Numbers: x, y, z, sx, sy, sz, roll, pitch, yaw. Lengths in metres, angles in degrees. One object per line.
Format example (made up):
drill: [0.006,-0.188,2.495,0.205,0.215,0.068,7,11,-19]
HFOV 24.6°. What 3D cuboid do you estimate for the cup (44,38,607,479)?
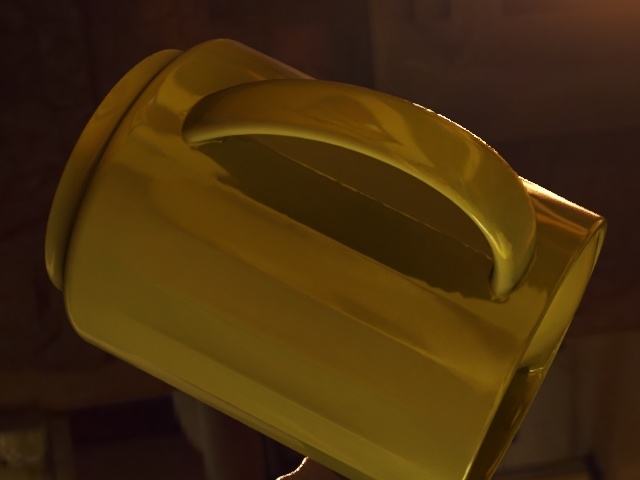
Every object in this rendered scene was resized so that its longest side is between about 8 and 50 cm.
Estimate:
cup: [0.000,0.000,0.971,0.236,0.327,0.322,-55,-16,-27]

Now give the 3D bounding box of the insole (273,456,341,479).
insole: [0.005,0.219,1.143,0.111,0.007,0.328,47,-176,0]
